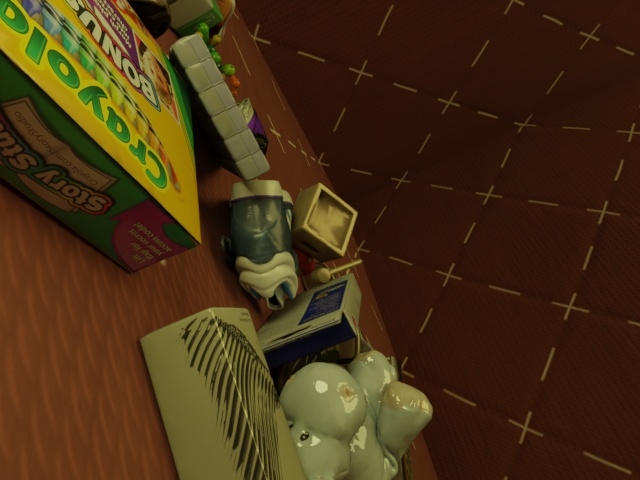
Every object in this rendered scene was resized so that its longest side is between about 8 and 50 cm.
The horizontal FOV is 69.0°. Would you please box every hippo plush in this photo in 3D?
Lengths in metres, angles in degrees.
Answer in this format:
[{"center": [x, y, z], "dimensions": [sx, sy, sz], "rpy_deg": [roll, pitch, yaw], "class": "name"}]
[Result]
[{"center": [-0.004, 0.287, 0.682], "dimensions": [0.237, 0.234, 0.294], "rpy_deg": [32, 74, -44], "class": "hippo plush"}]

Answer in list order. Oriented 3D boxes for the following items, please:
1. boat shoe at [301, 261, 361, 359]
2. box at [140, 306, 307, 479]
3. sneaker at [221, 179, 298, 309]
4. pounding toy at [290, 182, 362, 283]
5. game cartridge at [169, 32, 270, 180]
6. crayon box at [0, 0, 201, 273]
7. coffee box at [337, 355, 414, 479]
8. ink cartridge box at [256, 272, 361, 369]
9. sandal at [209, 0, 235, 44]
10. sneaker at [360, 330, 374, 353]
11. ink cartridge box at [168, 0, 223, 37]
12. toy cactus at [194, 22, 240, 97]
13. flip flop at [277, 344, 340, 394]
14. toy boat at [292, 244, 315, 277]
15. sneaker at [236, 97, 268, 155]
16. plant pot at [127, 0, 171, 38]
[{"center": [0.040, 0.205, 1.276], "dimensions": [0.096, 0.117, 0.324], "rpy_deg": [50, 12, -51], "class": "boat shoe"}, {"center": [-0.093, 0.215, 0.503], "dimensions": [0.113, 0.094, 0.275], "rpy_deg": [30, 36, -75], "class": "box"}, {"center": [-0.111, 0.018, 0.926], "dimensions": [0.323, 0.130, 0.236], "rpy_deg": [144, -59, -86], "class": "sneaker"}, {"center": [0.005, 0.010, 1.067], "dimensions": [0.181, 0.094, 0.206], "rpy_deg": [35, 58, -27], "class": "pounding toy"}, {"center": [-0.194, -0.232, 0.843], "dimensions": [0.230, 0.068, 0.355], "rpy_deg": [67, -12, -19], "class": "game cartridge"}, {"center": [-0.267, -0.190, 0.482], "dimensions": [0.363, 0.106, 0.313], "rpy_deg": [57, 12, -51], "class": "crayon box"}, {"center": [0.118, 0.398, 0.973], "dimensions": [0.168, 0.119, 0.297], "rpy_deg": [47, 37, -66], "class": "coffee box"}, {"center": [-0.019, 0.147, 0.849], "dimensions": [0.371, 0.176, 0.069], "rpy_deg": [-33, 100, -81], "class": "ink cartridge box"}, {"center": [-0.311, -0.602, 1.269], "dimensions": [0.102, 0.076, 0.265], "rpy_deg": [45, -20, -15], "class": "sandal"}, {"center": [0.117, 0.352, 1.298], "dimensions": [0.180, 0.125, 0.321], "rpy_deg": [59, 11, -33], "class": "sneaker"}, {"center": [-0.356, -0.624, 1.044], "dimensions": [0.289, 0.122, 0.211], "rpy_deg": [3, 64, -80], "class": "ink cartridge box"}, {"center": [-0.273, -0.419, 1.171], "dimensions": [0.218, 0.112, 0.180], "rpy_deg": [63, -10, -6], "class": "toy cactus"}, {"center": [-0.025, 0.239, 0.922], "dimensions": [0.277, 0.080, 0.112], "rpy_deg": [-14, 96, -66], "class": "flip flop"}, {"center": [-0.051, -0.018, 1.182], "dimensions": [0.231, 0.151, 0.151], "rpy_deg": [-104, 167, -49], "class": "toy boat"}, {"center": [-0.185, -0.266, 1.192], "dimensions": [0.293, 0.102, 0.146], "rpy_deg": [-97, 162, -62], "class": "sneaker"}, {"center": [-0.304, -0.394, 0.687], "dimensions": [0.167, 0.167, 0.165], "rpy_deg": [-2, 77, -81], "class": "plant pot"}]
